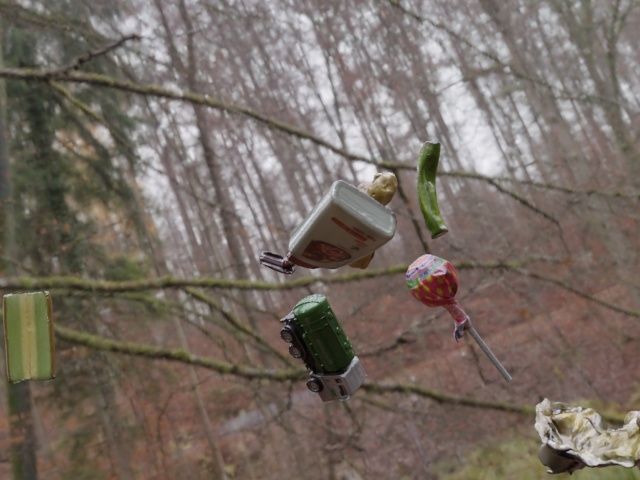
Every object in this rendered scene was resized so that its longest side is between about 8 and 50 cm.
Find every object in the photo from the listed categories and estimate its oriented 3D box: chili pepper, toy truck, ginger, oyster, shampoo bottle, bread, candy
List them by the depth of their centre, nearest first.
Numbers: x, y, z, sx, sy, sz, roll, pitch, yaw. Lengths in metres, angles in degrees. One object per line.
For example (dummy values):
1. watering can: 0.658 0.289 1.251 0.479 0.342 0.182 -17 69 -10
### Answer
1. oyster: 0.358 0.224 0.867 0.237 0.115 0.351 16 -17 12
2. bread: -0.449 0.156 1.257 0.074 0.139 0.084 -6 -15 -17
3. shampoo bottle: 0.000 0.000 1.492 0.153 0.071 0.284 29 -40 -25
4. chili pepper: 0.218 -0.101 1.616 0.051 0.202 0.050 2 -16 -21
5. ginger: 0.086 -0.050 1.651 0.081 0.115 0.205 19 -83 -48
6. toy truck: 0.009 0.233 1.781 0.125 0.243 0.101 -15 19 39
7. candy: 0.338 0.189 1.916 0.124 0.365 0.124 -37 5 4
